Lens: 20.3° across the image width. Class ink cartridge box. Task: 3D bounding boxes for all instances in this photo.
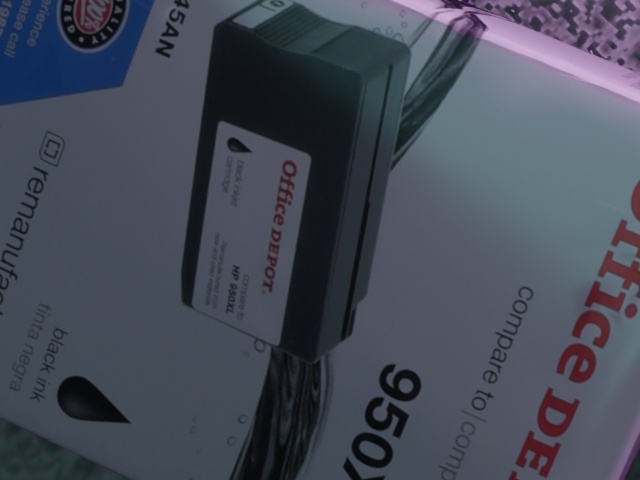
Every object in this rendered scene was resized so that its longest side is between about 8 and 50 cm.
[{"bbox_3d":[0.000,0.000,0.944,0.395,0.166,0.285,24,101,11],"label":"ink cartridge box"}]

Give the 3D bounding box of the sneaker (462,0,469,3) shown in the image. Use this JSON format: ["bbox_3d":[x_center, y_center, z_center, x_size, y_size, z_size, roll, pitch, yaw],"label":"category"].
[{"bbox_3d":[0.064,-0.205,1.006,0.083,0.098,0.223,23,89,12],"label":"sneaker"}]
